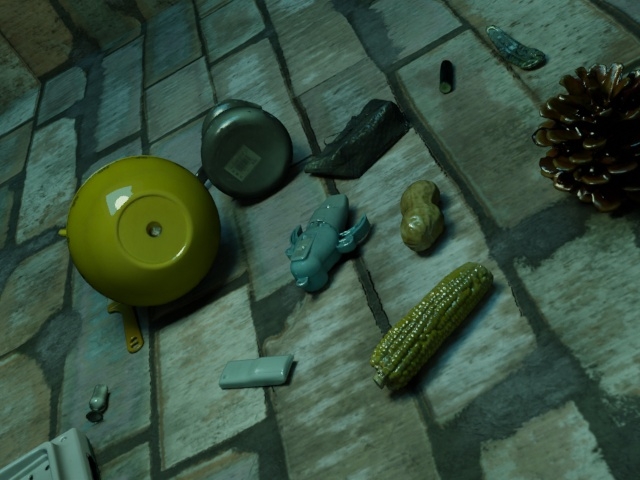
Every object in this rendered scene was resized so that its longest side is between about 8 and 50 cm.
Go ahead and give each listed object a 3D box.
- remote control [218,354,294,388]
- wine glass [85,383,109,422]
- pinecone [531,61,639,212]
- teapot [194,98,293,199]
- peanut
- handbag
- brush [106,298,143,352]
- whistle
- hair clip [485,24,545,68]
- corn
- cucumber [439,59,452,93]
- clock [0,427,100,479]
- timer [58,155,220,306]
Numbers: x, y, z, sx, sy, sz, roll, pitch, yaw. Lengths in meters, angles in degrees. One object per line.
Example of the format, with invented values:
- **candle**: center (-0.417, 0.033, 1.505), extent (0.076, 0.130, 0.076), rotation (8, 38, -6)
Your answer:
- **remote control**: center (-0.125, 0.249, 1.635), extent (0.162, 0.029, 0.061), rotation (-10, 39, 30)
- **wine glass**: center (-0.466, 0.339, 1.789), extent (0.039, 0.042, 0.083), rotation (2, 38, -1)
- **pinecone**: center (0.492, -0.186, 1.484), extent (0.264, 0.264, 0.264), rotation (-21, 36, 17)
- **teapot**: center (-0.210, -0.214, 2.166), extent (0.223, 0.305, 0.285), rotation (6, 22, -17)
- **peanut**: center (0.202, -0.055, 1.699), extent (0.089, 0.089, 0.193), rotation (-19, 38, 20)
- **handbag**: center (0.087, -0.247, 2.035), extent (0.270, 0.088, 0.175), rotation (-45, 28, -15)
- **brush**: center (-0.448, 0.177, 1.996), extent (0.103, 0.013, 0.272), rotation (-33, 35, 1)
- **whistle**: center (0.000, 0.000, 1.790), extent (0.186, 0.093, 0.274), rotation (-9, 38, 31)
- **hair clip**: center (0.457, -0.456, 2.020), extent (0.066, 0.036, 0.229), rotation (-37, 41, 3)
- **corn**: center (0.189, 0.142, 1.470), extent (0.288, 0.086, 0.086), rotation (-43, 36, -19)
- **cucumber**: center (0.307, -0.407, 2.086), extent (0.032, 0.032, 0.133), rotation (-16, 37, 24)
- **clock**: center (-0.531, 0.491, 1.593), extent (0.231, 0.116, 0.262), rotation (-35, 36, -4)
- **timer**: center (-0.402, -0.019, 1.949), extent (0.376, 0.376, 0.387), rotation (-42, 13, -12)
